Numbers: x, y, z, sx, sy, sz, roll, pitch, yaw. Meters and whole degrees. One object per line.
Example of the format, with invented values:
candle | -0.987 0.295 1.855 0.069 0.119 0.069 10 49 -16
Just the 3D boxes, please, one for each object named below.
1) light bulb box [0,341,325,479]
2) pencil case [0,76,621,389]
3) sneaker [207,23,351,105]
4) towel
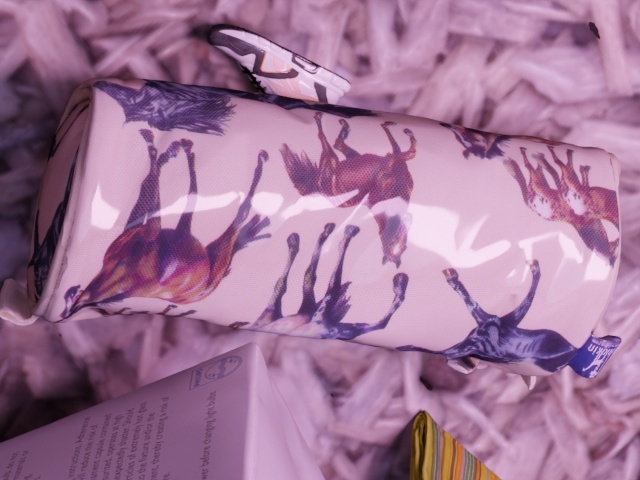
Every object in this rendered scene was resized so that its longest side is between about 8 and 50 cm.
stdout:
light bulb box | -0.133 0.316 1.166 0.361 0.225 0.358 -22 111 10
pencil case | 0.000 0.000 1.222 0.410 0.160 0.184 8 105 -20
sneaker | -0.032 -0.112 1.248 0.109 0.040 0.044 26 96 -22
towel | 0.153 0.225 1.368 0.021 0.102 0.237 -37 116 28
